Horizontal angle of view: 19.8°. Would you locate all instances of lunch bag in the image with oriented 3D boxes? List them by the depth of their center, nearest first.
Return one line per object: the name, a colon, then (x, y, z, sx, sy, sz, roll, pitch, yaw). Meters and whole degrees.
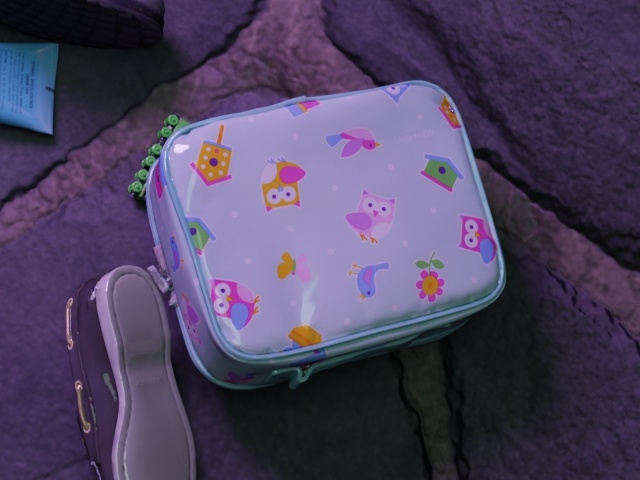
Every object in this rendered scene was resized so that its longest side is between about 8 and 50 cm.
lunch bag: (0.000, 0.000, 1.488, 0.279, 0.108, 0.224, -13, 80, -22)

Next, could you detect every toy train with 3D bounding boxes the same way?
toy train: (-0.134, -0.068, 1.539, 0.023, 0.017, 0.083, 30, 72, -13)

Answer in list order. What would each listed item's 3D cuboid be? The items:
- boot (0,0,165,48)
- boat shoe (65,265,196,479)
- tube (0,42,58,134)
boot: (-0.258, -0.307, 1.504, 0.338, 0.118, 0.223, 22, 70, -20)
boat shoe: (-0.155, 0.138, 1.459, 0.081, 0.068, 0.228, 4, 75, -46)
tube: (-0.320, -0.136, 1.506, 0.207, 0.052, 0.080, 5, 80, -15)
